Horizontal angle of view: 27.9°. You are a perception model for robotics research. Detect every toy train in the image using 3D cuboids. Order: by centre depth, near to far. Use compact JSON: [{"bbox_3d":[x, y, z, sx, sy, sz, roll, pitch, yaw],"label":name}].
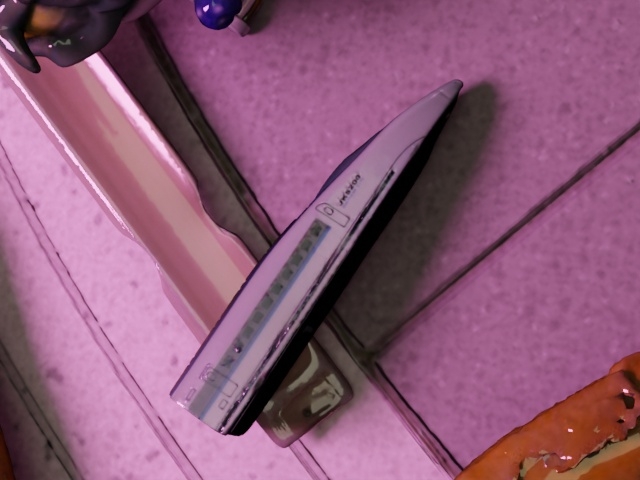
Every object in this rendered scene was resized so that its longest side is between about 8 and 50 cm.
[{"bbox_3d":[0.001,0.000,0.763,0.048,0.055,0.252,33,84,11],"label":"toy train"}]

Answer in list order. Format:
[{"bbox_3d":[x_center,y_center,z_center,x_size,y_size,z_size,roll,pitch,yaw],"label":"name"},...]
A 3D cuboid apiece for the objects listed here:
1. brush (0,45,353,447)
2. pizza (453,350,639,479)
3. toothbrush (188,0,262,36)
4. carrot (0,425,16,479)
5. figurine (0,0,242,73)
[{"bbox_3d":[-0.097,-0.014,0.809,0.060,0.050,0.321,-36,85,-6],"label":"brush"},{"bbox_3d":[0.254,0.172,0.635,0.392,0.080,0.435,25,90,3],"label":"pizza"},{"bbox_3d":[-0.177,-0.234,0.856,0.342,0.025,0.030,35,90,15],"label":"toothbrush"},{"bbox_3d":[-0.261,0.117,0.817,0.114,0.114,0.301,-19,78,14],"label":"carrot"},{"bbox_3d":[-0.185,-0.271,0.726,0.186,0.261,0.382,-24,76,-15],"label":"figurine"}]
